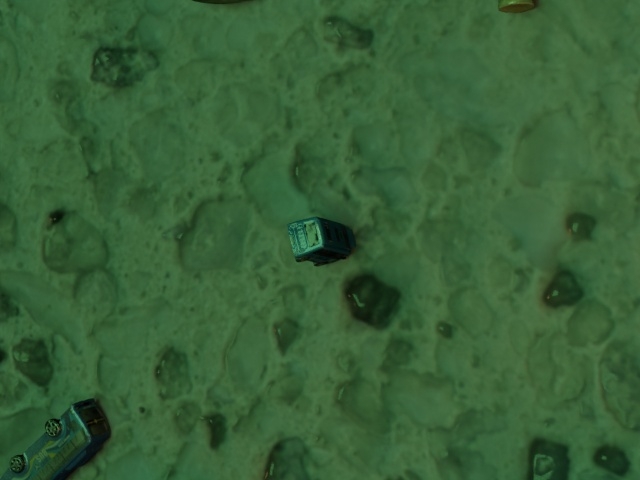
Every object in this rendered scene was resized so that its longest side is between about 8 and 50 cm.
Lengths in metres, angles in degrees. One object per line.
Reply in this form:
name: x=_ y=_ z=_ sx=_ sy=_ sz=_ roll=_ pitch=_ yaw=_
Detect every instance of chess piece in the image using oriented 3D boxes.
chess piece: x=0.187 y=-0.270 z=1.886 sx=0.035 sy=0.035 sz=0.092 roll=-9 pitch=79 yaw=34

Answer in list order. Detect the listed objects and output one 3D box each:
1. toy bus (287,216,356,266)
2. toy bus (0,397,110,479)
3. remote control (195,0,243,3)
toy bus: x=0.000 y=0.000 z=1.973 sx=0.046 sy=0.083 sz=0.038 roll=-19 pitch=76 yaw=21
toy bus: x=-0.300 y=0.242 z=2.192 sx=0.153 sy=0.051 sz=0.061 roll=-43 pitch=77 yaw=25
remote control: x=-0.099 y=-0.371 z=2.088 sx=0.098 sy=0.038 sz=0.233 roll=0 pitch=87 yaw=35
